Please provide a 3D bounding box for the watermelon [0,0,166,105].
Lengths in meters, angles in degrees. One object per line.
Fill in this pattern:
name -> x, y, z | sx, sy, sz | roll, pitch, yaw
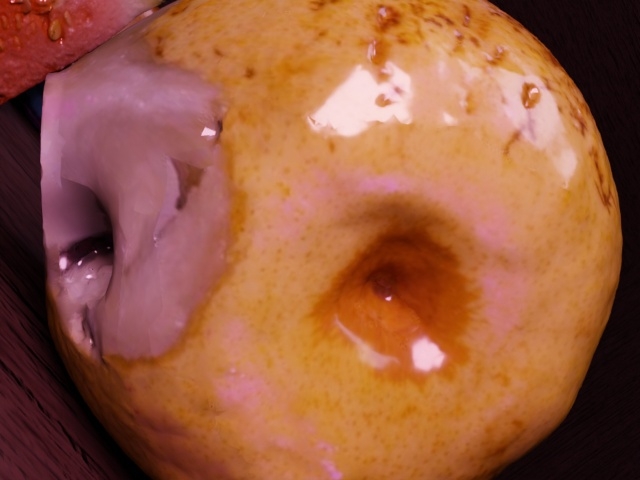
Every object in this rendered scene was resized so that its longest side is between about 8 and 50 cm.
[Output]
watermelon -> -0.222, -0.182, 0.740 | 0.145, 0.192, 0.137 | 54, 44, -43

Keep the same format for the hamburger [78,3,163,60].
hamburger -> -0.265, -0.254, 1.309 | 0.237, 0.147, 0.237 | 43, 3, -2

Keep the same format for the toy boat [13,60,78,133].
toy boat -> -0.133, -0.022, 0.970 | 0.392, 0.079, 0.136 | 55, -3, -40

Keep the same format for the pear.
pear -> 0.000, 0.000, 0.505 | 0.271, 0.271, 0.271 | 55, -1, 2
